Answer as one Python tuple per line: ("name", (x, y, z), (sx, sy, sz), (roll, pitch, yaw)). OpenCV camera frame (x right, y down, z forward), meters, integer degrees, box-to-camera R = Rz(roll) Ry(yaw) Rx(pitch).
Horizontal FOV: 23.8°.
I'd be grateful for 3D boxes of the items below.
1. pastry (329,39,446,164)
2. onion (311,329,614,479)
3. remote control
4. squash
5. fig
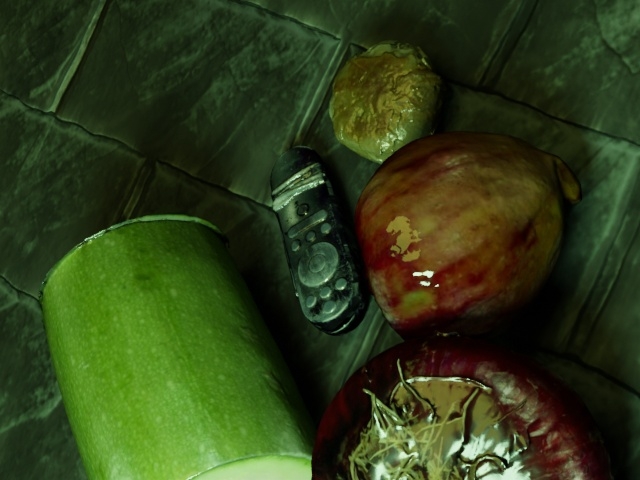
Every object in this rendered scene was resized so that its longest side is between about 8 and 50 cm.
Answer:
("pastry", (0.080, -0.163, 1.801), (0.153, 0.081, 0.153), (-17, 59, 31))
("onion", (0.147, 0.242, 1.503), (0.314, 0.232, 0.314), (4, 97, 29))
("remote control", (0.000, 0.000, 1.826), (0.090, 0.066, 0.266), (-26, 53, 14))
("squash", (-0.166, 0.177, 1.754), (0.263, 0.263, 0.384), (-43, 50, 19))
("fig", (0.145, -0.002, 1.596), (0.224, 0.224, 0.263), (11, 47, 42))
